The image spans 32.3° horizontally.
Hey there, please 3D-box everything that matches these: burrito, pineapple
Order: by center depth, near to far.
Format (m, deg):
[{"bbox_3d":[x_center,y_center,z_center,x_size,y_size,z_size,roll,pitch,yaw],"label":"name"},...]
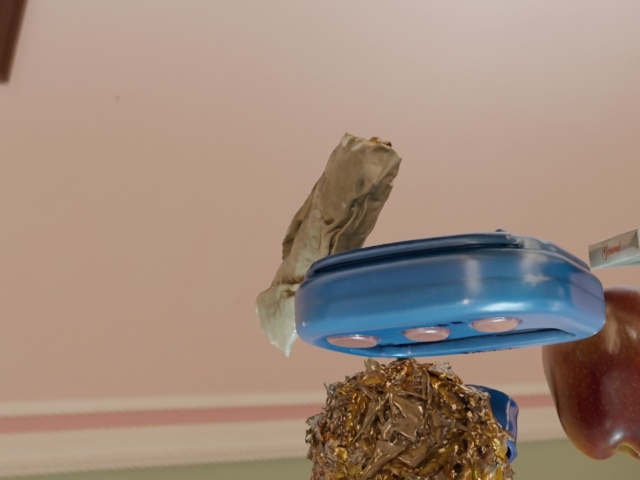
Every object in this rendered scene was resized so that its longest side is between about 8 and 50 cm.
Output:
[{"bbox_3d":[0.000,0.000,1.507,0.076,0.392,0.117,-11,-127,-38],"label":"burrito"},{"bbox_3d":[0.124,0.346,1.670,0.352,0.300,0.352,-5,-130,6],"label":"pineapple"}]

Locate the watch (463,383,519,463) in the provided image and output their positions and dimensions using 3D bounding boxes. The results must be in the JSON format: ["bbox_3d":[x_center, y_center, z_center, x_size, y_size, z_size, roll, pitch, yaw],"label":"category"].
[{"bbox_3d":[0.274,0.364,2.059,0.196,0.200,0.171,37,-135,-44],"label":"watch"}]

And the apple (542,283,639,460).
[{"bbox_3d":[0.522,0.220,1.906,0.288,0.288,0.317,6,-112,-26],"label":"apple"}]

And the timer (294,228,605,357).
[{"bbox_3d":[0.154,0.073,1.330,0.309,0.340,0.115,22,-118,-58],"label":"timer"}]

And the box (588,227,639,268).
[{"bbox_3d":[0.436,0.001,1.221,0.245,0.139,0.035,-5,-98,-8],"label":"box"}]
